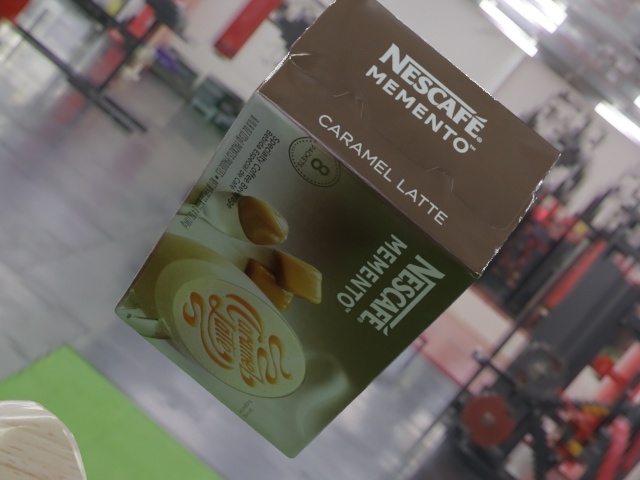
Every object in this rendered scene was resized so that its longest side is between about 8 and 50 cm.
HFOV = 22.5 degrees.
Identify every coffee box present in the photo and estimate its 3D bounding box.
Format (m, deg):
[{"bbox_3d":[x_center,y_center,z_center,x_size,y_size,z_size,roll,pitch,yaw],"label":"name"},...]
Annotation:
[{"bbox_3d":[0.000,0.000,0.864,0.141,0.098,0.246,39,-36,-1],"label":"coffee box"}]

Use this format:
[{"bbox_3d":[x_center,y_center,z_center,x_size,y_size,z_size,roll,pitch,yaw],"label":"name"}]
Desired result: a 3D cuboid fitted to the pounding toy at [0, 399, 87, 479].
[{"bbox_3d":[-0.122,0.069,0.296,0.155,0.154,0.269,23,-25,54],"label":"pounding toy"}]
